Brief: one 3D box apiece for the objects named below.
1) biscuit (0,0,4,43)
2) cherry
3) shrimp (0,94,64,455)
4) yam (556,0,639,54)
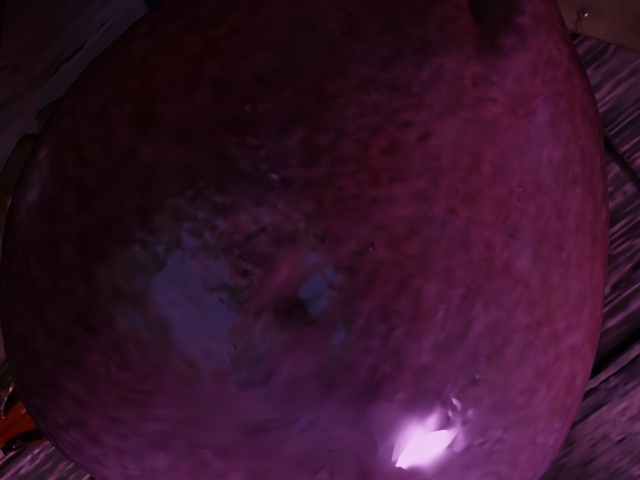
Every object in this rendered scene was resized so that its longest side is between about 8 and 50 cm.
[{"bbox_3d":[-0.147,-0.268,0.563,0.394,0.076,0.368,-19,81,43],"label":"biscuit"},{"bbox_3d":[0.000,0.000,0.524,0.261,0.221,0.307,18,100,-22],"label":"cherry"},{"bbox_3d":[-0.144,0.045,0.672,0.154,0.062,0.294,38,105,5],"label":"shrimp"},{"bbox_3d":[0.201,-0.102,0.525,0.372,0.083,0.083,22,103,14],"label":"yam"}]
